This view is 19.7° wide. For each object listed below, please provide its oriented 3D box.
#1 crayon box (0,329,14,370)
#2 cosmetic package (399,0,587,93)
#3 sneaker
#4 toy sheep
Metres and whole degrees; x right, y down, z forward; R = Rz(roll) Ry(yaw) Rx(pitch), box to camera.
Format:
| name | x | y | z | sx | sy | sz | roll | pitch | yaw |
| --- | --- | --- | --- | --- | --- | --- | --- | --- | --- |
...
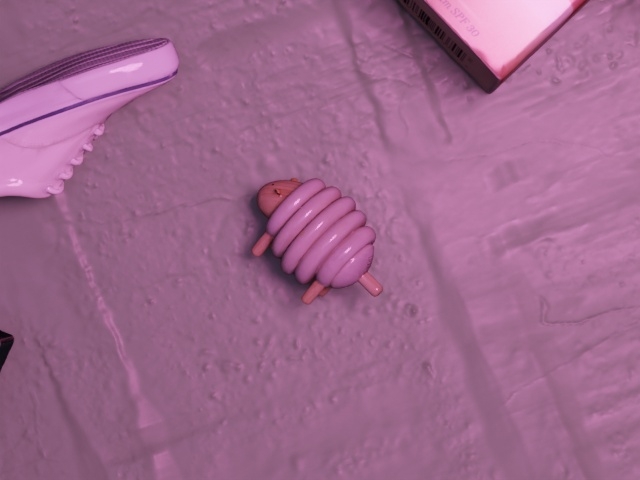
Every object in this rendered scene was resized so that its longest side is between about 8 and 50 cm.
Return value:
| name | x | y | z | sx | sy | sz | roll | pitch | yaw |
| --- | --- | --- | --- | --- | --- | --- | --- | --- | --- |
| crayon box | -0.410 | 0.183 | 1.508 | 0.202 | 0.081 | 0.318 | 25 | 89 | 0 |
| cosmetic package | 0.196 | -0.275 | 1.484 | 0.153 | 0.129 | 0.296 | 45 | 90 | 1 |
| sneaker | -0.228 | -0.086 | 1.514 | 0.258 | 0.094 | 0.091 | -23 | 108 | 4 |
| toy sheep | 0.000 | 0.000 | 1.508 | 0.132 | 0.091 | 0.091 | 42 | 90 | 5 |
